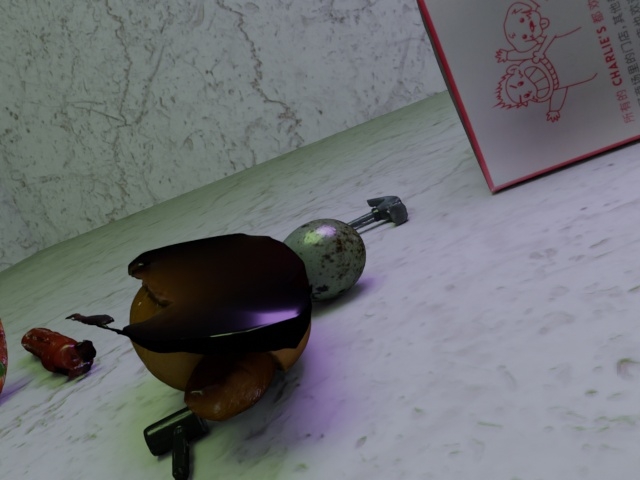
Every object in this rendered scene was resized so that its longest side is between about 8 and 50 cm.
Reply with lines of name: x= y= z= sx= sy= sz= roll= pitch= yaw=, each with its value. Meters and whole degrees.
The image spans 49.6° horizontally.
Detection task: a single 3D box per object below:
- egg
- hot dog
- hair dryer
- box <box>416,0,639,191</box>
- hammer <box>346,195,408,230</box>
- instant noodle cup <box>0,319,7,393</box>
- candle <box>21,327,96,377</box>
egg: x=-0.003 y=0.023 z=0.735 sx=0.110 sy=0.085 sz=0.085 roll=-30 pitch=8 yaw=31
hot dog: x=-0.097 y=0.081 z=0.601 sx=0.194 sy=0.107 sz=0.326 roll=-11 pitch=13 yaw=0
hair dryer: x=-0.108 y=0.158 z=0.523 sx=0.047 sy=0.026 sz=0.083 roll=-28 pitch=20 yaw=-5
box: x=0.306 y=-0.283 z=0.901 sx=0.312 sy=0.315 sz=0.300 roll=-20 pitch=16 yaw=17
hammer: x=0.000 y=0.000 z=0.958 sx=0.246 sy=0.029 sz=0.103 roll=-25 pitch=13 yaw=3
instant noodle cup: x=-0.568 y=0.161 z=0.890 sx=0.192 sy=0.250 sz=0.250 roll=-26 pitch=10 yaw=29
candle: x=-0.382 y=0.155 z=0.984 sx=0.051 sy=0.048 sz=0.329 roll=-16 pitch=6 yaw=-31
